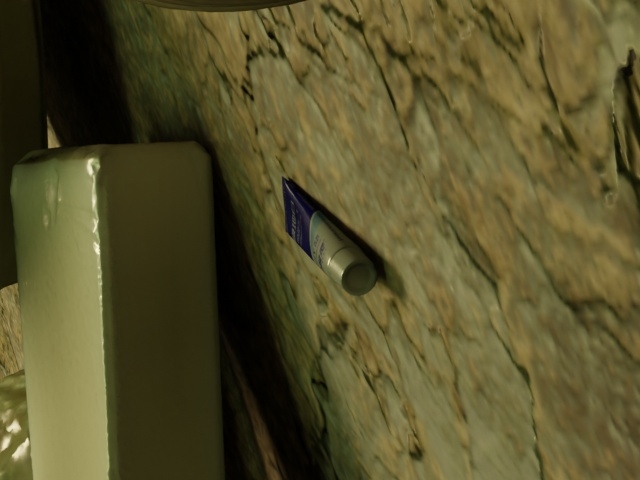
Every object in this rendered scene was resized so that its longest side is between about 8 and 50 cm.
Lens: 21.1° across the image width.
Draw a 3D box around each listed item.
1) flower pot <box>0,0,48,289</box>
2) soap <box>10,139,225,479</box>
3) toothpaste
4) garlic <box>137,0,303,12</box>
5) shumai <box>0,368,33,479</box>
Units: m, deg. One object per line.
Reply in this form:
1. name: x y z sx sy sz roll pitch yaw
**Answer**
1. flower pot: -0.290 -0.097 0.925 0.307 0.244 0.307 174 90 -73
2. soap: -0.095 0.047 0.797 0.121 0.064 0.183 3 96 63
3. toothpaste: 0.000 0.000 0.640 0.083 0.015 0.024 -134 36 -61
4. garlic: -0.085 -0.153 0.349 0.245 0.253 0.245 164 90 -80
5. shumai: -0.234 0.312 1.168 0.397 0.323 0.324 70 164 -5
